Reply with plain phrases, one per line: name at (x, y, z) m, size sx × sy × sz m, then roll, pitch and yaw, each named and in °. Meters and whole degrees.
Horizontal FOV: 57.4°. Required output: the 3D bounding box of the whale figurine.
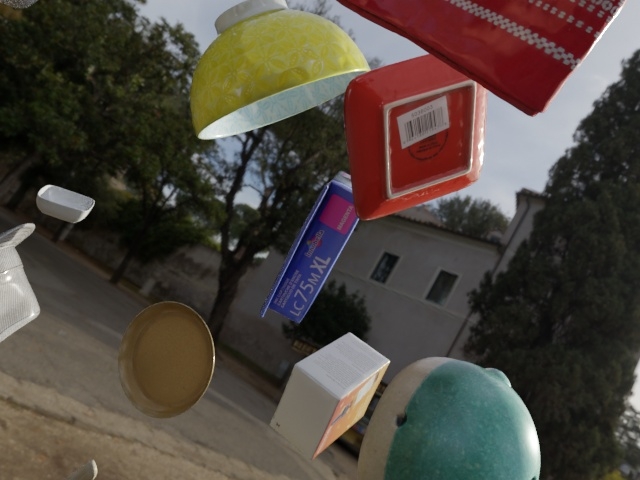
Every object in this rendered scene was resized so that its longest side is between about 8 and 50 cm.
whale figurine at (0.155, 0.230, 0.569) m, size 0.141 × 0.216 × 0.272 m, roll 7°, pitch -31°, yaw 45°

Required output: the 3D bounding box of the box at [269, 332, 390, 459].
box at (0.018, 0.248, 0.954) m, size 0.091 × 0.130 × 0.170 m, roll 33°, pitch 26°, yaw 23°

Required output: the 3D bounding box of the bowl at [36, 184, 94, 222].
bowl at (-0.714, -0.098, 1.630) m, size 0.142 × 0.053 × 0.142 m, roll 20°, pitch 15°, yaw -17°

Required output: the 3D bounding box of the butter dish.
butter dish at (0.082, -0.125, 0.611) m, size 0.118 × 0.160 × 0.160 m, roll -129°, pitch -155°, yaw -49°

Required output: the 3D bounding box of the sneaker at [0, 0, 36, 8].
sneaker at (-0.375, -0.466, 0.654) m, size 0.137 × 0.210 × 0.366 m, roll 2°, pitch -54°, yaw 56°

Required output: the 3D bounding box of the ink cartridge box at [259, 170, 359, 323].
ink cartridge box at (0.000, 0.000, 0.828) m, size 0.065 × 0.185 × 0.311 m, roll 29°, pitch 10°, yaw 2°

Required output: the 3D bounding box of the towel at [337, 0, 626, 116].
towel at (0.119, -0.229, 0.312) m, size 0.031 × 0.275 × 0.199 m, roll -3°, pitch 41°, yaw -51°

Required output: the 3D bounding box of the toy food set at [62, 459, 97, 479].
toy food set at (-0.314, 0.413, 0.751) m, size 0.071 × 0.128 × 0.218 m, roll -10°, pitch 72°, yaw -60°

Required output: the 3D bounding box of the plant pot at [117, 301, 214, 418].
plant pot at (-0.316, 0.246, 1.215) m, size 0.236 × 0.236 × 0.032 m, roll 25°, pitch -1°, yaw 24°

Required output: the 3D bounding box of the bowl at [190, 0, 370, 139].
bowl at (-0.082, -0.279, 0.906) m, size 0.156 × 0.289 × 0.289 m, roll 69°, pitch -19°, yaw -5°

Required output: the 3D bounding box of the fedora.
fedora at (-0.480, 0.097, 0.773) m, size 0.244 × 0.275 × 0.124 m, roll -19°, pitch -79°, yaw 53°
